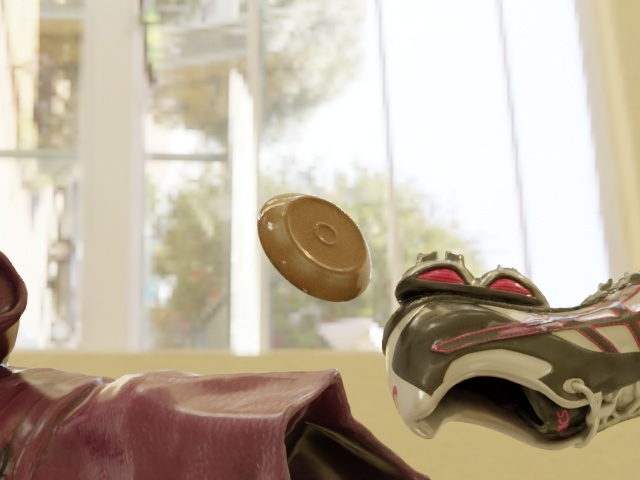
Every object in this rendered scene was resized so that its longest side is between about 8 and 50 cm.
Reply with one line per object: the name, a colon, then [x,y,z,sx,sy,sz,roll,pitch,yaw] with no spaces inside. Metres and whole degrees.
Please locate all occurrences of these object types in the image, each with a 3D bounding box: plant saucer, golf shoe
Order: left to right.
plant saucer: [0.000,0.000,1.048,0.015,0.083,0.083,-49,-147,39]
golf shoe: [0.173,0.081,1.025,0.120,0.273,0.105,-85,174,-50]

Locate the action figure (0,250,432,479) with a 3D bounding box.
action figure: [-0.109,0.099,0.763,0.275,0.370,0.248,-2,107,-58]
